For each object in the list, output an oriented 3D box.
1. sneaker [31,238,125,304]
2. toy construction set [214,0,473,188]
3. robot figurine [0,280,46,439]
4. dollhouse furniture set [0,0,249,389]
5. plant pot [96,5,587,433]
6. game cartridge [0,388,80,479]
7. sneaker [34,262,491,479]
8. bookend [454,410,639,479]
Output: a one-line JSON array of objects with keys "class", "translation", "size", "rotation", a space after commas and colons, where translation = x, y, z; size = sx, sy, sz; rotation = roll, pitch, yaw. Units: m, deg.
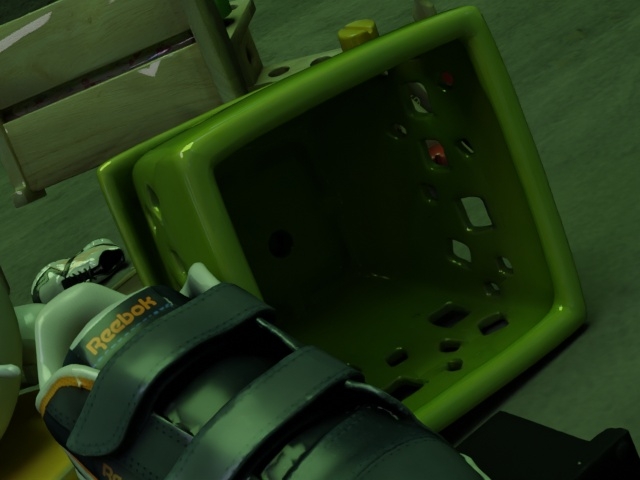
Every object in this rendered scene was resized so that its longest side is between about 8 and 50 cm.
[{"class": "sneaker", "translation": [-0.247, 0.033, 1.213], "size": [0.109, 0.040, 0.044], "rotation": [-39, 27, -27]}, {"class": "toy construction set", "translation": [0.008, -0.154, 1.088], "size": [0.257, 0.237, 0.309], "rotation": [-4, 31, 43]}, {"class": "robot figurine", "translation": [-0.326, 0.080, 0.789], "size": [0.300, 0.199, 0.353], "rotation": [-9, 2, -36]}, {"class": "dollhouse furniture set", "translation": [-0.194, -0.091, 0.971], "size": [0.303, 0.355, 0.174], "rotation": [-19, 9, 13]}, {"class": "plant pot", "translation": [0.000, 0.000, 0.774], "size": [0.227, 0.228, 0.207], "rotation": [-29, 15, -27]}, {"class": "game cartridge", "translation": [-0.261, 0.193, 0.788], "size": [0.285, 0.052, 0.323], "rotation": [-18, 16, 27]}, {"class": "sneaker", "translation": [-0.051, 0.092, 0.573], "size": [0.126, 0.127, 0.321], "rotation": [-37, 25, -30]}, {"class": "bookend", "translation": [0.056, 0.149, 0.590], "size": [0.156, 0.072, 0.157], "rotation": [-36, 23, -24]}]
